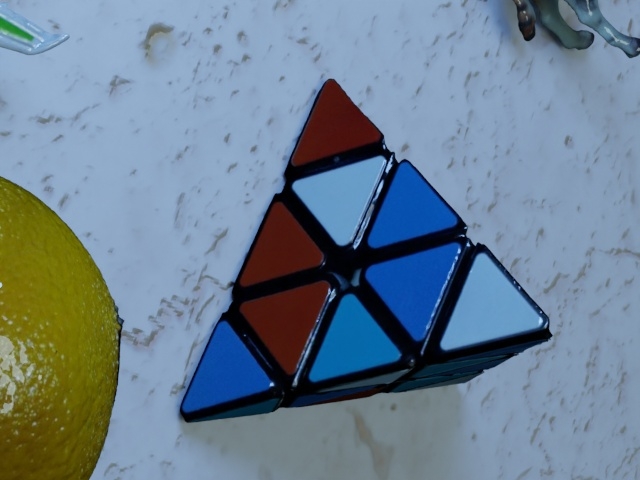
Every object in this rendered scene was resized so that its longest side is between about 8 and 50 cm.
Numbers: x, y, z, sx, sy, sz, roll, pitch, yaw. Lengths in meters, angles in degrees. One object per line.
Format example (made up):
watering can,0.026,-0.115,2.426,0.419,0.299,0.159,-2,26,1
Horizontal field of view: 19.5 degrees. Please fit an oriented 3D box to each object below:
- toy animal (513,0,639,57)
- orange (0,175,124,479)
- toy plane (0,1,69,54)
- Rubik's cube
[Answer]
toy animal,0.230,-0.269,1.500,0.170,0.090,0.255,22,79,-34
orange,-0.222,0.071,1.081,0.236,0.236,0.236,-5,98,-39
toy plane,-0.261,-0.193,1.096,0.255,0.101,0.251,-42,119,-24
Rubik's cube,0.000,0.000,1.358,0.250,0.284,0.234,-12,82,-5
